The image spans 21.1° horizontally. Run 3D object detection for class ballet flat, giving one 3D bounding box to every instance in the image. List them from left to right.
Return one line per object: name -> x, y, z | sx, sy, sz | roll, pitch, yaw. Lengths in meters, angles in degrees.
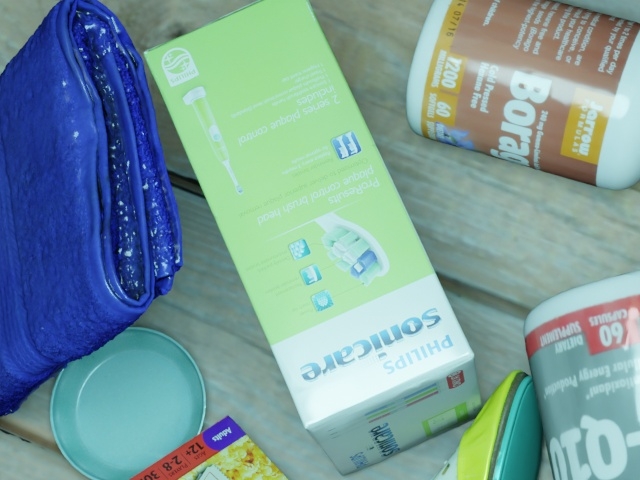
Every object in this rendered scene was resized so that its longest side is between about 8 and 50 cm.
ballet flat -> 0.107, 0.203, 1.192 | 0.077, 0.077, 0.231 | -2, 77, 28

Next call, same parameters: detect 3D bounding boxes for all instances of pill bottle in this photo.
pill bottle -> 0.179, -0.106, 1.231 | 0.216, 0.121, 0.121 | 17, 79, 14
pill bottle -> 0.236, 0.170, 1.126 | 0.161, 0.161, 0.283 | -12, 73, 7

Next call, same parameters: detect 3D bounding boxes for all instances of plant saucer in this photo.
plant saucer -> -0.141, 0.124, 1.280 | 0.119, 0.021, 0.119 | -3, 76, 10

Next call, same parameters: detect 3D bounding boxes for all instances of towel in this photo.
towel -> -0.202, -0.006, 1.214 | 0.076, 0.308, 0.227 | 4, 66, -35

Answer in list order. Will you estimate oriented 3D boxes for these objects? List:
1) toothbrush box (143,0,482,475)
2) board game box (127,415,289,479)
toothbrush box -> 0.000, 0.000, 1.189 | 0.122, 0.206, 0.283 | -23, 72, 0
board game box -> -0.057, 0.232, 1.186 | 0.193, 0.045, 0.147 | 45, 50, 17
